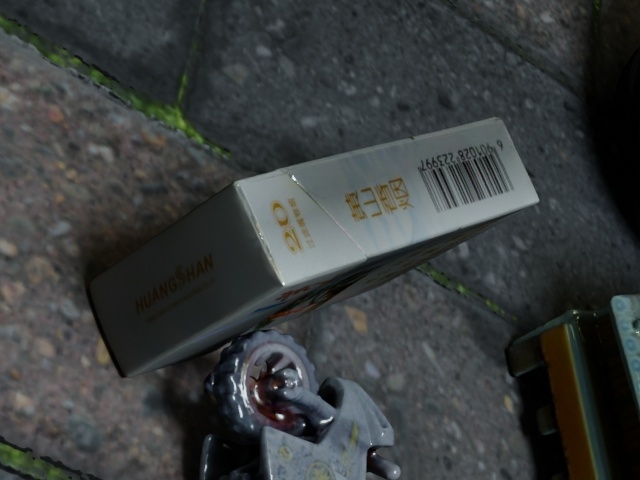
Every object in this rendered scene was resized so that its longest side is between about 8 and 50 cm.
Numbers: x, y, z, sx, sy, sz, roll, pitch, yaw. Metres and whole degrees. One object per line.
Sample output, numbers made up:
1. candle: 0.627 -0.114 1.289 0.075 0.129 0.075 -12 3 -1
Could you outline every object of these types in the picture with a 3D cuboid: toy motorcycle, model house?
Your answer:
1. toy motorcycle: -0.014 0.160 0.836 0.123 0.080 0.215 12 71 -39
2. model house: 0.276 0.123 1.012 0.198 0.215 0.224 12 61 -39

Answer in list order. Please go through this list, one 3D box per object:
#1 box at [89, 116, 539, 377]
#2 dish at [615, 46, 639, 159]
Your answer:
1. box: 0.000 0.000 0.875 0.233 0.149 0.067 -17 78 -45
2. dish: 0.310 -0.112 1.234 0.273 0.134 0.273 -21 116 -53
